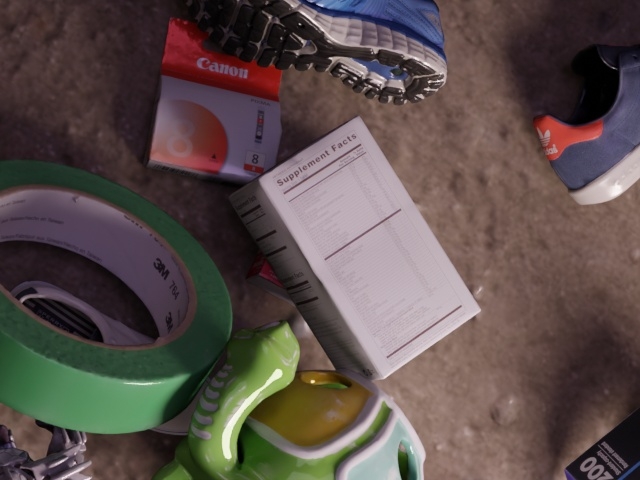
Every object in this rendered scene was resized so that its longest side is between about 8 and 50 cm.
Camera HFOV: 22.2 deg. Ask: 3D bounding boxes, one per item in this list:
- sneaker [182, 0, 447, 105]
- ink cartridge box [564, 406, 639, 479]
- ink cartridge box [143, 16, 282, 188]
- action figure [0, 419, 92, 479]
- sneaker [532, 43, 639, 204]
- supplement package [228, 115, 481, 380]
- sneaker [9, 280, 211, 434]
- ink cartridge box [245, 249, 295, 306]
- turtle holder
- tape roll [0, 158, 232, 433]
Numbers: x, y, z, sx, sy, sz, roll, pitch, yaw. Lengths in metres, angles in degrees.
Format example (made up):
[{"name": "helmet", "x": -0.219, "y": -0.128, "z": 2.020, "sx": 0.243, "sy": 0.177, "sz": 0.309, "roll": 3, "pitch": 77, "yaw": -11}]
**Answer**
[{"name": "sneaker", "x": -0.007, "y": -0.271, "z": 1.853, "sx": 0.330, "sy": 0.130, "sz": 0.147, "roll": 20, "pitch": 57, "yaw": -20}, {"name": "ink cartridge box", "x": 0.359, "y": 0.284, "z": 1.795, "sx": 0.208, "sy": 0.206, "sz": 0.045, "roll": -41, "pitch": 122, "yaw": 0}, {"name": "ink cartridge box", "x": -0.112, "y": -0.155, "z": 1.833, "sx": 0.145, "sy": 0.045, "sz": 0.179, "roll": 12, "pitch": 80, "yaw": -15}, {"name": "action figure", "x": -0.324, "y": 0.222, "z": 1.577, "sx": 0.185, "sy": 0.285, "sz": 0.099, "roll": -9, "pitch": 91, "yaw": -20}, {"name": "sneaker", "x": 0.395, "y": -0.203, "z": 1.947, "sx": 0.350, "sy": 0.131, "sz": 0.148, "roll": -43, "pitch": 99, "yaw": -18}, {"name": "supplement package", "x": 0.033, "y": 0.013, "z": 1.733, "sx": 0.139, "sy": 0.134, "sz": 0.244, "roll": -33, "pitch": 93, "yaw": -19}, {"name": "sneaker", "x": -0.221, "y": 0.131, "z": 1.719, "sx": 0.258, "sy": 0.091, "sz": 0.094, "roll": 29, "pitch": 90, "yaw": -7}, {"name": "ink cartridge box", "x": 0.000, "y": 0.000, "z": 1.830, "sx": 0.109, "sy": 0.063, "sz": 0.150, "roll": 28, "pitch": 75, "yaw": -11}, {"name": "turtle holder", "x": -0.032, "y": 0.230, "z": 1.682, "sx": 0.227, "sy": 0.243, "sz": 0.320, "roll": -42, "pitch": 103, "yaw": -18}, {"name": "tape roll", "x": -0.247, "y": 0.050, "z": 1.638, "sx": 0.321, "sy": 0.077, "sz": 0.321, "roll": 22, "pitch": 31, "yaw": -15}]
